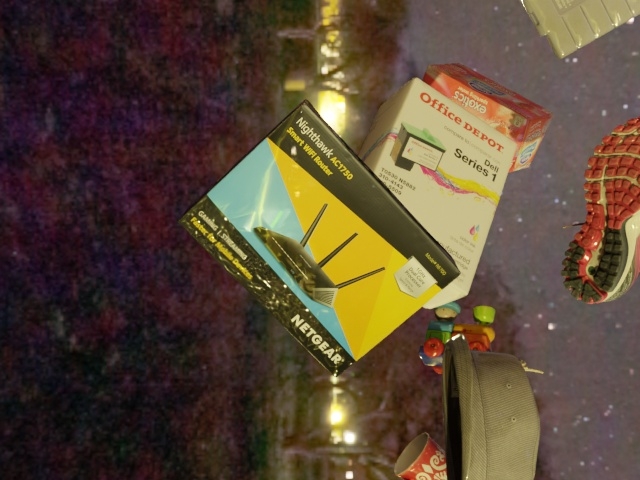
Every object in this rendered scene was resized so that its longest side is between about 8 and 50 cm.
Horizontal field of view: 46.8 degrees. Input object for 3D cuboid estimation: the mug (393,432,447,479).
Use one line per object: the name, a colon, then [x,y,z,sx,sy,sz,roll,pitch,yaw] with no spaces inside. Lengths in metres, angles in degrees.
mug: [0.248,0.531,1.606,0.150,0.169,0.113,-50,-178,-10]

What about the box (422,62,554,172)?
box: [0.386,-0.303,1.804,0.142,0.300,0.154,-17,136,-44]

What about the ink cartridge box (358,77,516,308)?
ink cartridge box: [0.151,-0.071,1.104,0.117,0.201,0.278,-35,-152,61]

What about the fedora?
fedora: [0.255,0.277,1.113,0.244,0.124,0.275,85,5,-58]

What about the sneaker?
sneaker: [0.469,-0.048,1.147,0.121,0.112,0.299,34,-66,44]

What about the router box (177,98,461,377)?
router box: [0.000,0.000,0.578,0.179,0.133,0.046,45,11,-12]

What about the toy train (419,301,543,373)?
toy train: [0.338,0.199,1.520,0.105,0.248,0.143,58,40,-51]

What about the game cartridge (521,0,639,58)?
game cartridge: [0.458,-0.547,1.372,0.355,0.230,0.068,59,19,-9]
